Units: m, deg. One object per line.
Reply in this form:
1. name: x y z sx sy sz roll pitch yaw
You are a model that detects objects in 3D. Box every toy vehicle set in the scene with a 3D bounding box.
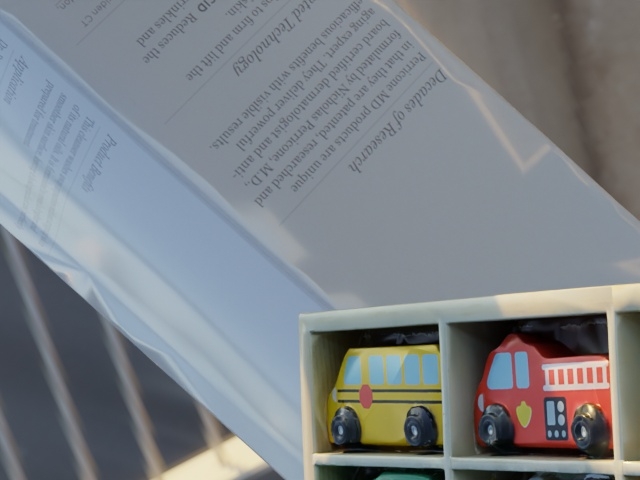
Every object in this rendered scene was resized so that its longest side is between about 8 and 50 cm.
1. toy vehicle set: 0.080 0.099 0.621 0.267 0.035 0.166 -8 84 57

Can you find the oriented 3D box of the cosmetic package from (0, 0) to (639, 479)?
1. cosmetic package: 0.000 0.000 1.003 0.385 0.156 0.217 41 155 0
